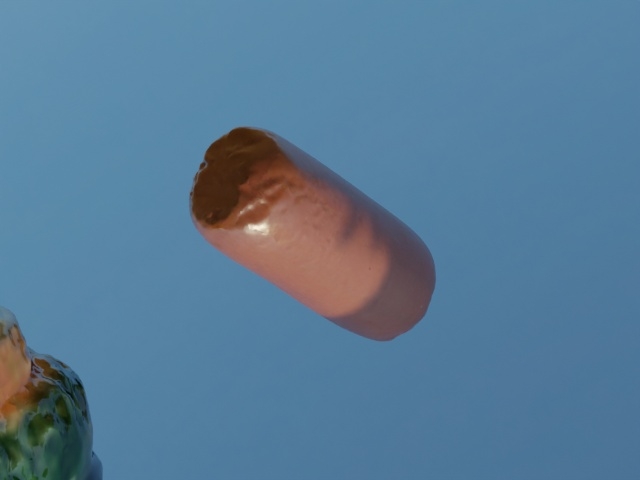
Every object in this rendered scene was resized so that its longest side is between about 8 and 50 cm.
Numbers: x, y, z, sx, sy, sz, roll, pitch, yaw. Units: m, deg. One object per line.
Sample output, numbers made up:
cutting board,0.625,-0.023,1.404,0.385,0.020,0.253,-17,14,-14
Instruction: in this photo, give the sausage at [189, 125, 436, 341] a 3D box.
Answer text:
sausage,0.000,0.000,0.843,0.062,0.154,0.062,-19,-124,30

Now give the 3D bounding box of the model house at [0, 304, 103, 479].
model house,-0.244,-0.009,0.698,0.184,0.291,0.253,-30,-154,-30
